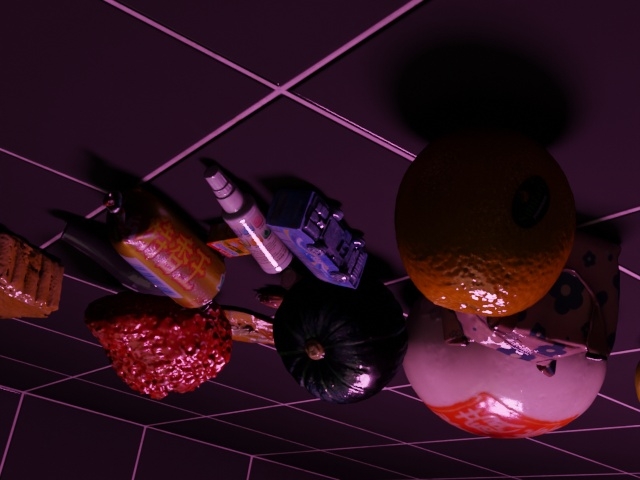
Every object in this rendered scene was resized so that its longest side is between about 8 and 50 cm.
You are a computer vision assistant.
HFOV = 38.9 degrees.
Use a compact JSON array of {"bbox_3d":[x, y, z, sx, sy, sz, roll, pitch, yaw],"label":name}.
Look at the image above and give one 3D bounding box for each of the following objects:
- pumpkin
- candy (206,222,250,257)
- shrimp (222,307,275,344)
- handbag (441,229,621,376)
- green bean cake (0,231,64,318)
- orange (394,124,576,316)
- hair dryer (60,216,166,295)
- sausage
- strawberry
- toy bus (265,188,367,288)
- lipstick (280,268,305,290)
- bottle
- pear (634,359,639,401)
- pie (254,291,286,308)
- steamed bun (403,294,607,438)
[{"bbox_3d":[0.054,0.160,1.641,0.248,0.248,0.248,9,158,4],"label":"pumpkin"},{"bbox_3d":[-0.127,-0.005,1.526,0.122,0.038,0.062,-9,150,38],"label":"candy"},{"bbox_3d":[-0.146,0.192,1.995,0.217,0.051,0.115,13,155,-1],"label":"shrimp"},{"bbox_3d":[0.305,0.080,1.343,0.251,0.193,0.190,17,153,-18],"label":"handbag"},{"bbox_3d":[-0.654,0.068,1.811,0.229,0.131,0.224,-3,156,23],"label":"green bean cake"},{"bbox_3d":[0.197,-0.025,1.098,0.236,0.236,0.236,9,158,4],"label":"orange"},{"bbox_3d":[-0.403,0.049,1.732,0.235,0.091,0.271,29,156,-18],"label":"hair dryer"},{"bbox_3d":[-0.268,-0.003,1.498,0.117,0.125,0.317,4,154,24],"label":"sausage"},{"bbox_3d":[-0.322,0.176,1.816,0.261,0.261,0.258,-1,124,25],"label":"strawberry"},{"bbox_3d":[-0.001,-0.003,1.441,0.094,0.079,0.236,17,163,29],"label":"toy bus"},{"bbox_3d":[-0.020,0.098,1.725,0.040,0.040,0.141,-8,152,37],"label":"lipstick"},{"bbox_3d":[-0.114,-0.034,1.399,0.060,0.060,0.217,-3,141,29],"label":"bottle"},{"bbox_3d":[0.689,0.256,1.669,0.180,0.166,0.216,31,130,-16],"label":"pear"},{"bbox_3d":[-0.047,0.128,1.815,0.169,0.034,0.092,13,161,-5],"label":"pie"},{"bbox_3d":[0.328,0.235,1.650,0.374,0.241,0.374,6,159,2],"label":"steamed bun"}]
